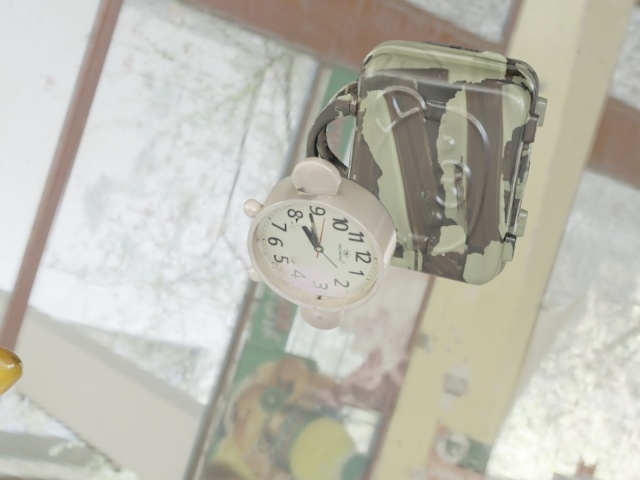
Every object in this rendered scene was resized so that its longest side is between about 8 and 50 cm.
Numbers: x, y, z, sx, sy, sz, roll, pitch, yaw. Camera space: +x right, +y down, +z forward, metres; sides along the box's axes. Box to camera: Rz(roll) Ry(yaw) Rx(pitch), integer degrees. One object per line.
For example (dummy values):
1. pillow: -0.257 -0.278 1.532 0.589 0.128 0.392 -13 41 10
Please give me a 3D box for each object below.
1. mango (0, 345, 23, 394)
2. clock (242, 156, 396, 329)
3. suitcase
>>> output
1. mango: -0.319 0.124 1.207 0.089 0.046 0.060 -14 128 37
2. clock: 0.000 0.000 1.322 0.156 0.229 0.063 9 -141 15
3. suitcase: 0.151 -0.130 1.866 0.339 0.351 0.194 12 -154 14
